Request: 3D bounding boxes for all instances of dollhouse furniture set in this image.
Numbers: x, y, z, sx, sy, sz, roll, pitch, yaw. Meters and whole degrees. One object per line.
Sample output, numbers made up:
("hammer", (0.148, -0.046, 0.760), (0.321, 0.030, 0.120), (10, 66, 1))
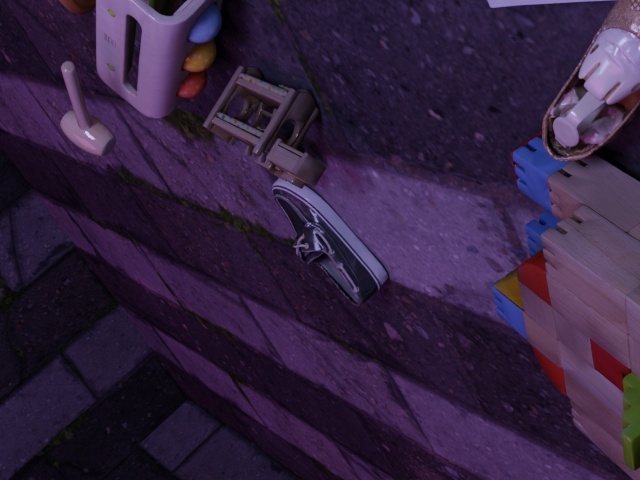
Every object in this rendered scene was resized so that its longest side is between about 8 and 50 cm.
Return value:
("dollhouse furniture set", (-0.021, -0.126, 1.239), (0.182, 0.101, 0.161), (30, 178, 39))

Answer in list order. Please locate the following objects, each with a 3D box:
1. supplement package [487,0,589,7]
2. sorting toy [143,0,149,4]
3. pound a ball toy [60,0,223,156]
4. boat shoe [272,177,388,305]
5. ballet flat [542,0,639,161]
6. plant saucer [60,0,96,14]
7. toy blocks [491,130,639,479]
("supplement package", (0.149, -0.267, 0.415), (0.199, 0.198, 0.262), (16, 143, 55))
("sorting toy", (-0.276, -0.356, 1.371), (0.083, 0.045, 0.075), (57, 177, -24))
("pound a ball toy", (-0.217, -0.226, 1.227), (0.136, 0.208, 0.319), (38, 159, 0))
("boat shoe", (0.000, 0.000, 1.408), (0.219, 0.070, 0.078), (45, 160, 7))
("ballet flat", (0.221, -0.117, 0.741), (0.073, 0.067, 0.206), (43, 159, 15))
("plant saucer", (-0.316, -0.390, 1.239), (0.200, 0.037, 0.200), (-10, -90, -81))
("toy blocks", (0.265, 0.072, 0.898), (0.261, 0.191, 0.381), (44, 163, 45))
